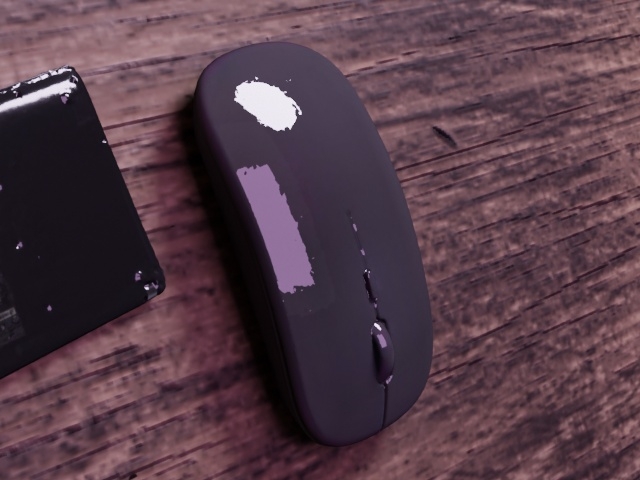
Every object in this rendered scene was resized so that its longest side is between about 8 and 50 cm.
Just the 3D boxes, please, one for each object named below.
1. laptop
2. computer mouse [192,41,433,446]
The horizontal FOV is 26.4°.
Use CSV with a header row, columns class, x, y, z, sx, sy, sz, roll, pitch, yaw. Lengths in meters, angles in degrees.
class,x,y,z,sx,sy,sz,roll,pitch,yaw
laptop,-0.161,-0.001,0.648,0.180,0.016,0.129,-30,102,-43
computer mouse,0.001,-0.001,0.766,0.120,0.057,0.232,-20,94,-42
